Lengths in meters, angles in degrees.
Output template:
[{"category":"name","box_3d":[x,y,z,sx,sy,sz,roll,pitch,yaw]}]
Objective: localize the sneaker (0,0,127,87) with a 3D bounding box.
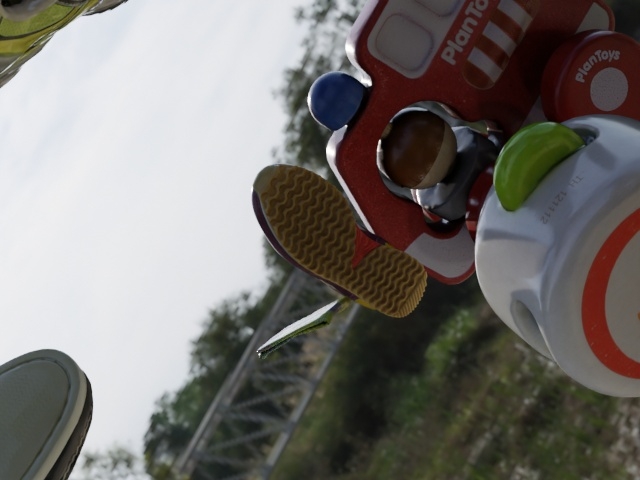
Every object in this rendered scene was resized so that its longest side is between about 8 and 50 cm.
[{"category":"sneaker","box_3d":[-0.187,-0.238,0.917,0.147,0.145,0.385,-22,29,50]}]

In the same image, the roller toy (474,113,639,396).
[{"category":"roller toy","box_3d":[0.229,0.012,0.897,0.146,0.209,0.191,-136,47,-61]}]

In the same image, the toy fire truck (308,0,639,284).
[{"category":"toy fire truck","box_3d":[0.124,-0.127,1.073,0.302,0.253,0.169,-59,23,5]}]

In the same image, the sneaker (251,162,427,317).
[{"category":"sneaker","box_3d":[0.000,0.000,0.953,0.084,0.185,0.070,18,71,54]}]

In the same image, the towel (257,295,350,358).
[{"category":"towel","box_3d":[-0.010,0.061,0.840,0.060,0.009,0.083,-28,0,12]}]

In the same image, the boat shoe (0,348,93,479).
[{"category":"boat shoe","box_3d":[-0.272,0.239,0.924,0.340,0.127,0.113,-57,-39,-6]}]
